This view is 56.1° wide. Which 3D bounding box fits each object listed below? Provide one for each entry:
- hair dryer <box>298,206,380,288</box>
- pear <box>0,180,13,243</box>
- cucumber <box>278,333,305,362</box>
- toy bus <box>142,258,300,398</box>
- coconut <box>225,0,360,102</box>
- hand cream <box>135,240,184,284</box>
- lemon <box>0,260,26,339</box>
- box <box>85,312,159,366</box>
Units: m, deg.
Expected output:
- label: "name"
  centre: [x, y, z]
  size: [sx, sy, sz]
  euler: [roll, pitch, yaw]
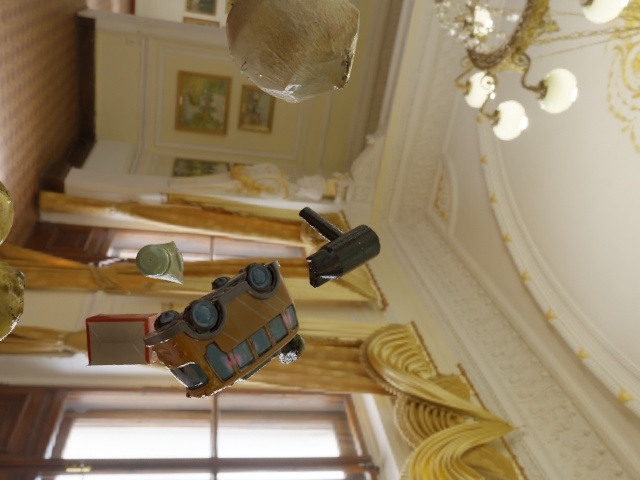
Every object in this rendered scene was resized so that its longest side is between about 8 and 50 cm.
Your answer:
- label: "hair dryer"
  centre: [0.000, 0.000, 1.880]
  size: [0.302, 0.244, 0.116]
  euler: [38, -40, 35]
- label: "pear"
  centre: [-1.150, -0.093, 1.877]
  size: [0.348, 0.347, 0.349]
  euler: [-176, -90, -77]
- label: "cucumber"
  centre: [-0.083, 0.300, 1.639]
  size: [0.227, 0.069, 0.069]
  euler: [115, -24, -66]
- label: "toy bus"
  centre: [-0.129, 0.126, 0.845]
  size: [0.126, 0.209, 0.136]
  euler: [-22, -82, 50]
- label: "coconut"
  centre: [-0.056, -0.555, 1.643]
  size: [0.346, 0.360, 0.346]
  euler: [-50, -176, 4]
- label: "hand cream"
  centre: [-0.467, 0.065, 1.802]
  size: [0.306, 0.093, 0.147]
  euler: [79, -4, -87]
- label: "lemon"
  centre: [-0.743, 0.134, 1.263]
  size: [0.204, 0.260, 0.204]
  euler: [60, -4, 8]
- label: "box"
  centre: [-0.532, 0.265, 1.624]
  size: [0.099, 0.182, 0.133]
  euler: [-4, 91, -84]
